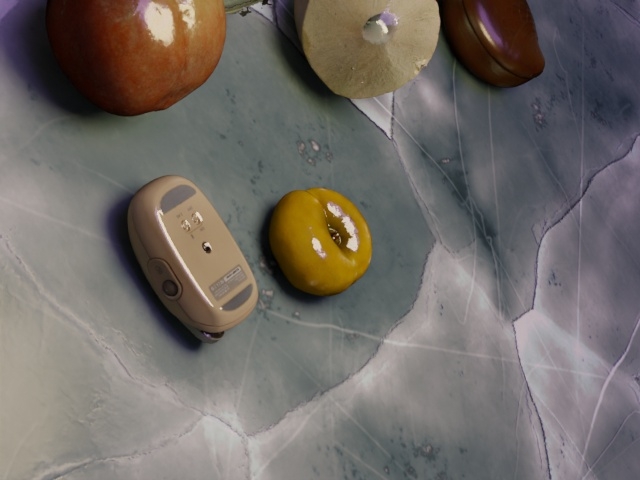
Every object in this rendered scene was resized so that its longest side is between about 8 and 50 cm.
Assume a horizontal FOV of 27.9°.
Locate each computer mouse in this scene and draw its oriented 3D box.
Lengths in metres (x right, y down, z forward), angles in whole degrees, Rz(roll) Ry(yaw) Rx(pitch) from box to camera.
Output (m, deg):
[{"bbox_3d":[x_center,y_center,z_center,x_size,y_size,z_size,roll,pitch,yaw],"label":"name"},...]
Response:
[{"bbox_3d":[-0.180,0.024,1.779,0.236,0.082,0.145,59,39,-9],"label":"computer mouse"}]

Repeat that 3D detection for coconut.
[{"bbox_3d":[0.075,-0.362,2.127,0.239,0.239,0.244,46,9,-20],"label":"coconut"}]

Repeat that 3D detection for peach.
[{"bbox_3d":[-0.251,-0.292,1.764,0.252,0.252,0.252,24,54,-37],"label":"peach"},{"bbox_3d":[0.000,0.000,1.969,0.179,0.103,0.179,25,51,-34],"label":"peach"}]

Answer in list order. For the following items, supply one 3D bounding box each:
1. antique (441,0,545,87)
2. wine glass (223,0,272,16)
[{"bbox_3d":[0.331,-0.427,2.528,0.223,0.129,0.278,-35,96,-49],"label":"antique"},{"bbox_3d":[-0.182,-0.534,1.998,0.190,0.190,0.357,1,68,-46],"label":"wine glass"}]
